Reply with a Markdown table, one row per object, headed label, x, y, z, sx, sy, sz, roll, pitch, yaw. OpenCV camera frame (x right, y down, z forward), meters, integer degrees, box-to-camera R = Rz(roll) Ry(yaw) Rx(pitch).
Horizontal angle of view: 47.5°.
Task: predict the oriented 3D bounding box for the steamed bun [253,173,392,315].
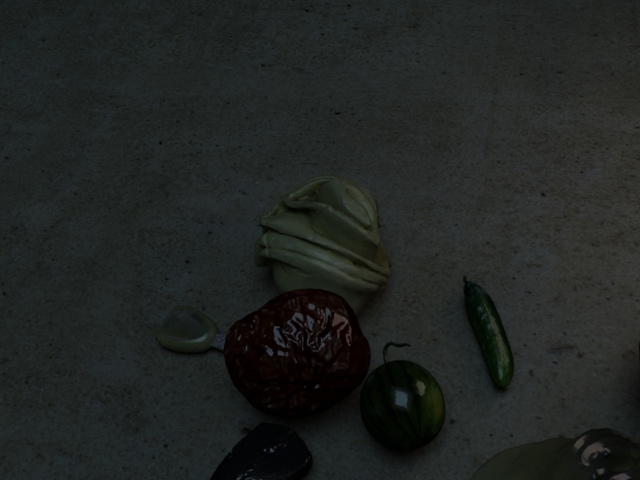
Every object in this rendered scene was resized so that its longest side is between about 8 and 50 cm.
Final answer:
| label | x | y | z | sx | sy | sz | roll | pitch | yaw |
| --- | --- | --- | --- | --- | --- | --- | --- | --- | --- |
| steamed bun | 0.003 | 0.001 | 1.414 | 0.276 | 0.203 | 0.289 | 16 | 56 | 20 |

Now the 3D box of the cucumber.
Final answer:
| label | x | y | z | sx | sy | sz | roll | pitch | yaw |
| --- | --- | --- | --- | --- | --- | --- | --- | --- | --- |
| cucumber | 0.307 | 0.159 | 1.333 | 0.056 | 0.056 | 0.250 | -11 | 52 | -1 |

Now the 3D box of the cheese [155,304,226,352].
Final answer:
| label | x | y | z | sx | sy | sz | roll | pitch | yaw |
| --- | --- | --- | --- | --- | --- | --- | --- | --- | --- |
| cheese | -0.219 | 0.187 | 1.403 | 0.192 | 0.037 | 0.097 | 16 | 56 | 20 |

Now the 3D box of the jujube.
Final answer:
| label | x | y | z | sx | sy | sz | roll | pitch | yaw |
| --- | --- | --- | --- | --- | --- | --- | --- | --- | --- |
| jujube | -0.039 | 0.192 | 1.249 | 0.232 | 0.213 | 0.212 | -27 | 50 | 8 |

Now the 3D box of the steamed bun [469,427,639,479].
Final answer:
| label | x | y | z | sx | sy | sz | roll | pitch | yaw |
| --- | --- | --- | --- | --- | --- | --- | --- | --- | --- |
| steamed bun | 0.391 | 0.396 | 0.959 | 0.340 | 0.247 | 0.352 | -2 | 34 | -25 |

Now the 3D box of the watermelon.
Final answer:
| label | x | y | z | sx | sy | sz | roll | pitch | yaw |
| --- | --- | --- | --- | --- | --- | --- | --- | --- | --- |
| watermelon | 0.133 | 0.259 | 1.224 | 0.141 | 0.140 | 0.187 | -12 | 47 | -1 |

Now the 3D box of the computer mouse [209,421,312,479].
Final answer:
| label | x | y | z | sx | sy | sz | roll | pitch | yaw |
| --- | --- | --- | --- | --- | --- | --- | --- | --- | --- |
| computer mouse | -0.112 | 0.393 | 1.191 | 0.122 | 0.073 | 0.217 | 29 | 59 | 29 |
